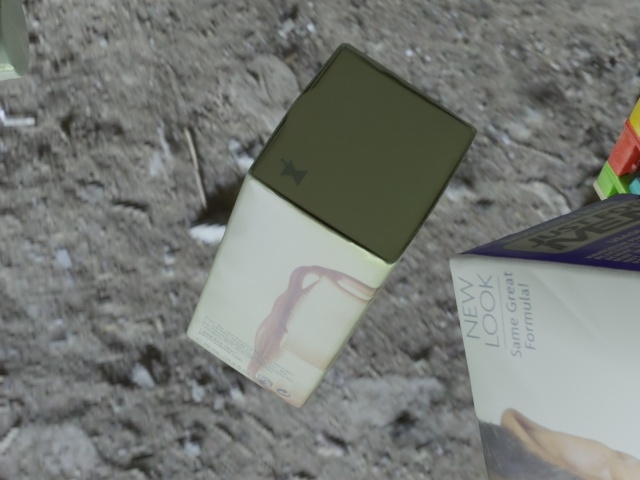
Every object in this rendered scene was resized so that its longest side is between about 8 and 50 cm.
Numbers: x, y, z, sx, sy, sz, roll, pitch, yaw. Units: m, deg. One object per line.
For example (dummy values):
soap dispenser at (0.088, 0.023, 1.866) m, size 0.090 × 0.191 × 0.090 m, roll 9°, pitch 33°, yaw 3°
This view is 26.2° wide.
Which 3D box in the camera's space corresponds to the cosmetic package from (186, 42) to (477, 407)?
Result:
cosmetic package at (0.000, 0.000, 1.117) m, size 0.129 × 0.296 × 0.153 m, roll 33°, pitch 61°, yaw 4°

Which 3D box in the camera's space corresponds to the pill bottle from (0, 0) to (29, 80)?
pill bottle at (-0.328, -0.154, 1.074) m, size 0.184 × 0.103 × 0.103 m, roll -6°, pitch 116°, yaw 4°

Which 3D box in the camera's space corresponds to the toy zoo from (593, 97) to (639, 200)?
toy zoo at (0.226, 0.010, 0.746) m, size 0.030 × 0.293 × 0.192 m, roll -29°, pitch 78°, yaw -2°

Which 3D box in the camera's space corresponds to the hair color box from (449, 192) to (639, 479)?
hair color box at (0.197, 0.089, 0.430) m, size 0.110 × 0.339 × 0.185 m, roll -17°, pitch 102°, yaw -31°
